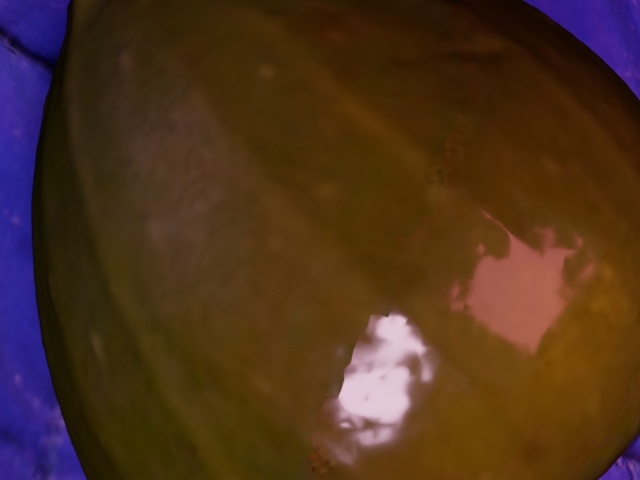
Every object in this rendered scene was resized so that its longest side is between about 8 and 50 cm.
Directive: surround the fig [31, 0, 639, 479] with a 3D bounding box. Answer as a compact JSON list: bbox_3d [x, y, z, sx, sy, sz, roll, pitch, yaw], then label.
[{"bbox_3d":[0.000,0.000,0.767,0.316,0.316,0.316,16,69,-47],"label":"fig"}]
